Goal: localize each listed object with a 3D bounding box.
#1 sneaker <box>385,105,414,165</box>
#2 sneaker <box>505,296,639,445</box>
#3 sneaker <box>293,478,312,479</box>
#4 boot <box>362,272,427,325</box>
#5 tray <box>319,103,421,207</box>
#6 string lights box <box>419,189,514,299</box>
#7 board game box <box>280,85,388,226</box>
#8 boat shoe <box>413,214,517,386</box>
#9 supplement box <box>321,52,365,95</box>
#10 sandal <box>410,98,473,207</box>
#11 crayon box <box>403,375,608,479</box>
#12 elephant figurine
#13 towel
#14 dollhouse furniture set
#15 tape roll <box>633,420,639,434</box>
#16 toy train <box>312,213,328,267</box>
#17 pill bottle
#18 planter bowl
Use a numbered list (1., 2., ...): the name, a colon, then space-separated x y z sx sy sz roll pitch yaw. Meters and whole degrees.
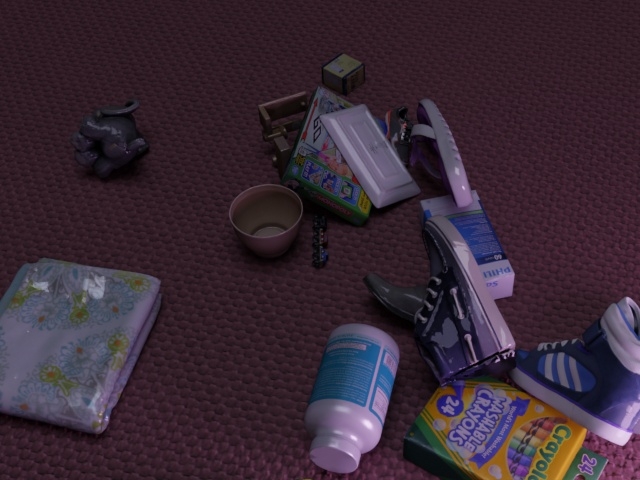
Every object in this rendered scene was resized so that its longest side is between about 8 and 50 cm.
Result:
1. sneaker: 0.197 -0.259 2.287 0.064 0.061 0.158 -28 60 38
2. sneaker: 0.490 0.200 1.717 0.130 0.236 0.323 20 7 -31
3. sneaker: -0.112 0.523 1.620 0.295 0.109 0.123 -36 78 -27
4. boot: 0.220 0.102 1.931 0.246 0.083 0.161 37 92 23
5. tray: 0.121 -0.208 2.213 0.145 0.030 0.270 -20 70 -34
6. string lights box: 0.314 0.014 2.051 0.133 0.077 0.260 -11 48 -5
7. board game box: 0.043 -0.204 2.223 0.213 0.046 0.317 27 48 -12
8. boat shoe: 0.232 0.114 1.798 0.158 0.127 0.341 -21 61 -7
9. supplement box: 0.061 -0.440 2.495 0.083 0.056 0.083 33 58 29
10. sandal: 0.250 -0.207 2.151 0.102 0.169 0.416 -18 27 4
11. crayon box: 0.339 0.376 1.716 0.322 0.083 0.203 25 54 24
12. elephant figurine: -0.503 -0.280 2.338 0.186 0.169 0.239 32 35 -5
13. towel: -0.528 0.201 1.935 0.320 0.090 0.375 8 49 12
14. dollhouse furniture set: -0.060 -0.245 2.267 0.123 0.144 0.151 -19 48 -12
15. tape roll: 0.618 0.260 1.809 0.219 0.072 0.219 -2 48 3
16. toy train: 0.000 0.000 2.122 0.036 0.027 0.158 5 47 -6
17. pill bottle: 0.055 0.296 1.766 0.146 0.146 0.264 9 49 12
18. planter bowl: -0.116 -0.030 2.100 0.162 0.109 0.162 -2 47 2
